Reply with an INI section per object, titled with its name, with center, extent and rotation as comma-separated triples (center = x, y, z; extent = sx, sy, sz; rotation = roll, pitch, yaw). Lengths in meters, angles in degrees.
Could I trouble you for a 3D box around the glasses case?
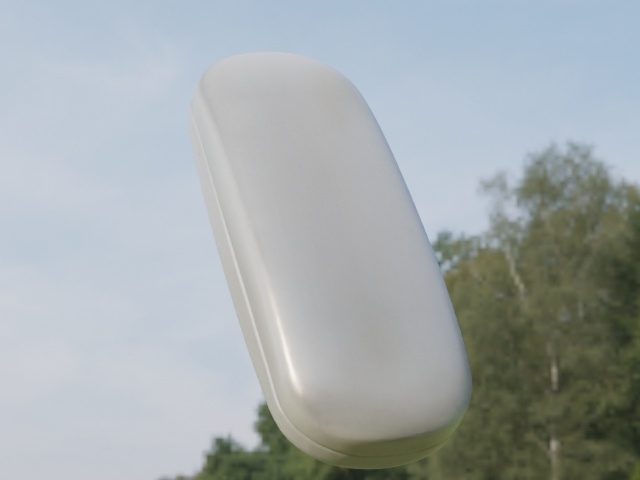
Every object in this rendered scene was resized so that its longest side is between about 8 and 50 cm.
[glasses case]
center = 0.000, 0.000, 0.524
extent = 0.074, 0.193, 0.049
rotation = -4, -38, -21
